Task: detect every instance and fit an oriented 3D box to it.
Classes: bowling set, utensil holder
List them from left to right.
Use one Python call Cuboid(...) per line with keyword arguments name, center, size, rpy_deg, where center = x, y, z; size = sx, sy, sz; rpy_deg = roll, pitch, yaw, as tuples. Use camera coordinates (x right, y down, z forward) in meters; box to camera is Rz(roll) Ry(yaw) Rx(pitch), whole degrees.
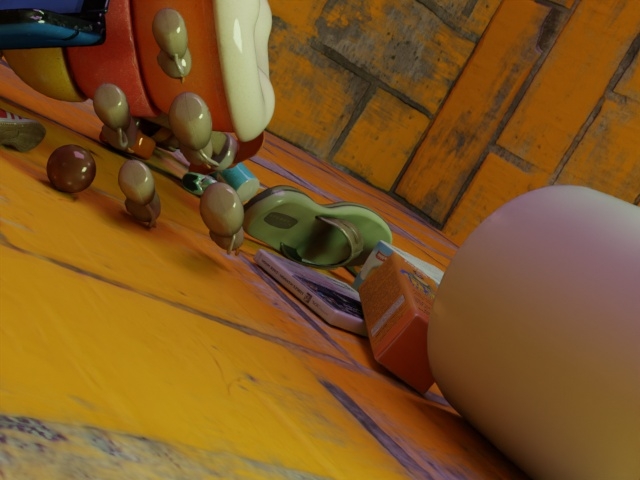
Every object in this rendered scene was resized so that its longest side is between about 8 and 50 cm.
Cuboid(name="bowling set", center=(-0.209, -0.107, 1.299), size=(0.154, 0.199, 0.287), rpy_deg=(96, -20, -77))
Cuboid(name="utensil holder", center=(0.333, 0.141, 1.140), size=(0.327, 0.328, 0.385), rpy_deg=(25, 7, -36))

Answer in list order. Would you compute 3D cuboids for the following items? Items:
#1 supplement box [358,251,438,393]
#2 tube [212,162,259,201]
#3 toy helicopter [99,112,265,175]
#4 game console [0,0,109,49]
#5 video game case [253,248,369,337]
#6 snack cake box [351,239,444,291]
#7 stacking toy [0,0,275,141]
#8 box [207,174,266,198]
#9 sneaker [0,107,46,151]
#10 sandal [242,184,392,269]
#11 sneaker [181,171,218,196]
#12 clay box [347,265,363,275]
Cuboid(name="supplement box", center=(0.105, 0.094, 1.380), size=(0.078, 0.080, 0.233), rpy_deg=(37, 11, -14))
Cuboid(name="tube", center=(-0.186, -0.149, 1.941), size=(0.052, 0.080, 0.207), rpy_deg=(-17, 54, -43))
Cuboid(name="toy helicopter", center=(-0.228, -0.175, 1.822), size=(0.235, 0.140, 0.355), rpy_deg=(22, -4, -14))
Cuboid(name="game console", center=(-0.405, -0.311, 1.326), size=(0.293, 0.173, 0.250), rpy_deg=(-1, 4, 14))
Cuboid(name="video game case", center=(0.024, 0.082, 1.483), size=(0.190, 0.022, 0.173), rpy_deg=(24, 9, -47))
Cuboid(name="snack cake box", center=(0.188, 0.113, 1.666), size=(0.152, 0.089, 0.264), rpy_deg=(26, 9, -46))
Cuboid(name="stacking toy", center=(-0.310, -0.288, 1.518), size=(0.479, 0.351, 0.350), rpy_deg=(-5, 8, 1))
Cuboid(name="box", center=(-0.154, -0.105, 2.026), size=(0.081, 0.028, 0.136), rpy_deg=(32, 10, 12))
Cuboid(name="sneaker", center=(-0.369, -0.137, 1.298), size=(0.067, 0.042, 0.118), rpy_deg=(36, 10, 16))
Cuboid(name="sandal", center=(-0.002, 0.001, 1.659), size=(0.302, 0.120, 0.086), rpy_deg=(13, 37, -50))
Cuboid(name="sneaker", center=(-0.163, -0.079, 1.751), size=(0.098, 0.038, 0.069), rpy_deg=(31, 8, 2))
Cuboid(name="clay box", center=(0.084, 0.033, 1.937), size=(0.127, 0.053, 0.222), rpy_deg=(26, 7, -32))
